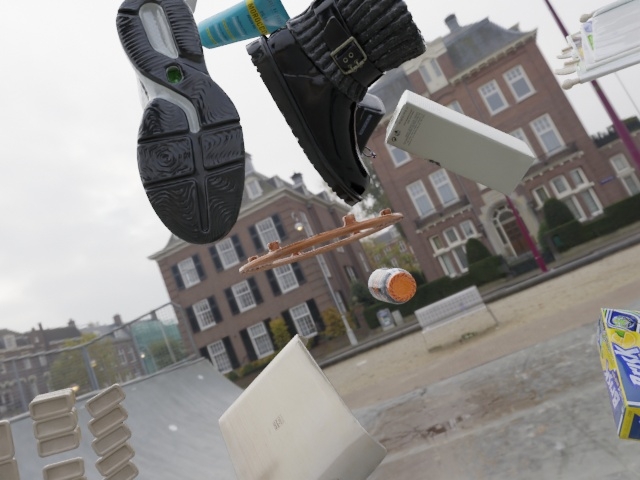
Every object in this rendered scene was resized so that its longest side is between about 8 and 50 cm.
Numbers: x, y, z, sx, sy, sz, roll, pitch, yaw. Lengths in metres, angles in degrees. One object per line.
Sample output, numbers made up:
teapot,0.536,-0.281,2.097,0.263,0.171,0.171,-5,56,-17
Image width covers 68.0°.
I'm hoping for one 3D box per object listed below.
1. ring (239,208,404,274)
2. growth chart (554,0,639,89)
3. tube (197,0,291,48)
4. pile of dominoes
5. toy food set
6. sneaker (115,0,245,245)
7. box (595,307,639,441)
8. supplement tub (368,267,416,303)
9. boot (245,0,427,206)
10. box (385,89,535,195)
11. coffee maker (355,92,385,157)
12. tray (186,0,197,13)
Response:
ring,0.000,0.000,0.931,0.337,0.032,0.336,-19,-6,-2
growth chart,0.452,-0.316,0.718,0.172,0.021,0.237,-8,41,41
tube,-0.139,-0.393,0.854,0.207,0.052,0.080,2,-37,38
pile of dominoes,-0.395,0.366,0.756,0.196,0.251,0.040,-10,0,-17
toy food set,-0.042,0.327,0.814,0.219,0.306,0.092,-47,-54,-1
sneaker,-0.228,-0.186,0.859,0.169,0.447,0.257,-14,-13,-8
box,0.384,0.159,0.583,0.054,0.059,0.169,1,32,19
supplement tub,0.238,0.149,1.567,0.117,0.116,0.190,-21,1,-12
boot,0.067,-0.249,0.797,0.260,0.348,0.131,-28,23,11
box,0.275,-0.198,0.955,0.113,0.275,0.094,-70,4,-59
coffee maker,0.120,-0.347,1.428,0.171,0.120,0.178,-8,-35,-36
tray,-0.332,-0.645,1.170,0.270,0.030,0.145,-48,14,53
